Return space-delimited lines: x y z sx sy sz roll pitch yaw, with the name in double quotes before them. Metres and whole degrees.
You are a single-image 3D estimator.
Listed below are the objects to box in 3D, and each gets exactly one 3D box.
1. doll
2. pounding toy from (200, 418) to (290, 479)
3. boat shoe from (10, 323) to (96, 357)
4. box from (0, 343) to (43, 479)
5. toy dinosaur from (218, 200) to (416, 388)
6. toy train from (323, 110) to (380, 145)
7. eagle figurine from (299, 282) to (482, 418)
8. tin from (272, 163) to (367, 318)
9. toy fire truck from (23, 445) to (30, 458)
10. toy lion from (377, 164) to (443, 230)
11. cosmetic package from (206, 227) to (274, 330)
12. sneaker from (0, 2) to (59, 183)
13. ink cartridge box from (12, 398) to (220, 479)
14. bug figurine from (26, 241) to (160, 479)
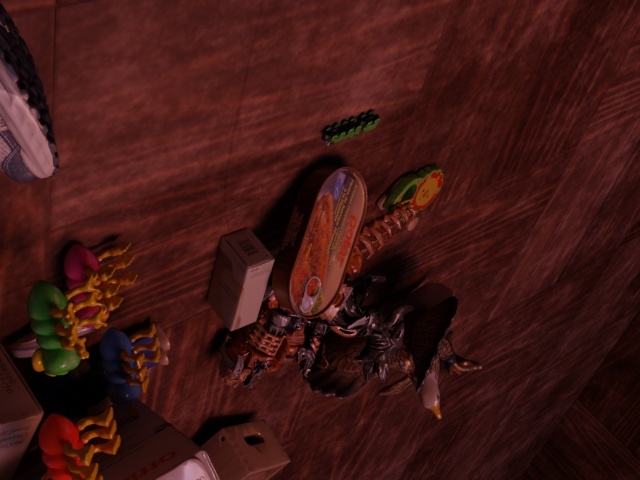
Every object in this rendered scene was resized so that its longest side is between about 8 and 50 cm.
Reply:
"doll" -0.265 0.165 1.094 0.189 0.046 0.129 -27 153 -30
"pounding toy" -0.157 0.374 1.502 0.206 0.094 0.181 -42 160 19
"boat shoe" -0.277 0.089 0.990 0.100 0.035 0.035 -22 119 -30
"box" -0.408 0.245 0.931 0.148 0.121 0.311 -8 136 -49
"toy dinosaur" 0.010 0.086 1.260 0.322 0.164 0.218 -31 142 23
"toy train" 0.036 -0.131 1.112 0.083 0.017 0.024 -25 158 -32
"eagle figurine" 0.135 0.169 1.457 0.226 0.225 0.298 -57 145 3
"tin" 0.000 0.000 1.147 0.106 0.040 0.190 24 84 -49
"toy fire truck" -0.312 0.326 1.184 0.217 0.158 0.246 -30 160 -25
"toy lion" 0.133 -0.066 1.325 0.096 0.034 0.100 -53 152 4
"cosmetic package" -0.098 0.048 1.140 0.041 0.060 0.115 -20 144 -35
"sneaker" -0.273 -0.124 0.638 0.122 0.110 0.283 -23 149 -1
"ink cartridge box" -0.226 0.282 0.995 0.197 0.114 0.273 -29 -166 -21
"bug figurine" -0.224 0.119 0.912 0.072 0.279 0.216 -5 107 5
